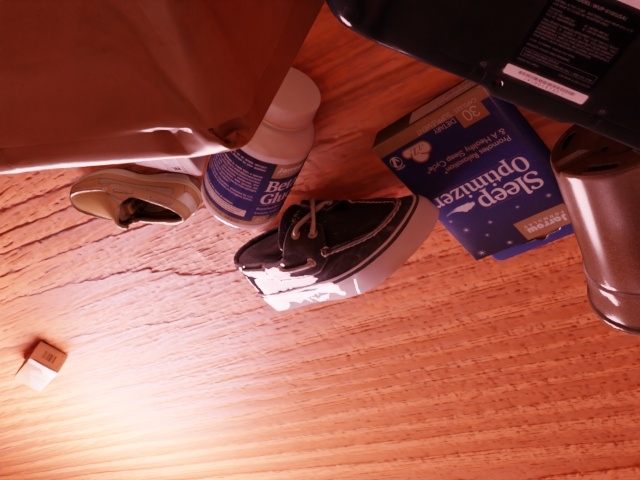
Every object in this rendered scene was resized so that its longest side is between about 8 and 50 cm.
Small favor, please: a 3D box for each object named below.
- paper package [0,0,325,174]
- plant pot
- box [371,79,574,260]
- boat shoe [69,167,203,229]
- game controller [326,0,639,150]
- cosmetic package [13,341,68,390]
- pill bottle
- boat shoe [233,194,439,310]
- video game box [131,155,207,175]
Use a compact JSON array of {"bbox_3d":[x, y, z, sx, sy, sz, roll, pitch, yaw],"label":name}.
[{"bbox_3d":[-0.156,-0.201,0.434,0.309,0.325,0.168,-2,133,21],"label":"paper package"},{"bbox_3d":[0.293,-0.029,0.581,0.167,0.167,0.165,-18,119,33],"label":"plant pot"},{"bbox_3d":[0.177,-0.057,0.678,0.136,0.037,0.225,-27,122,39],"label":"box"},{"bbox_3d":[-0.240,-0.047,0.811,0.189,0.072,0.068,-2,134,22],"label":"boat shoe"},{"bbox_3d":[0.155,-0.136,0.364,0.319,0.067,0.166,22,154,-2],"label":"game controller"},{"bbox_3d":[-0.529,0.239,1.235,0.060,0.041,0.115,34,135,-16],"label":"cosmetic package"},{"bbox_3d":[-0.061,-0.096,0.679,0.094,0.094,0.169,25,138,-6],"label":"pill bottle"},{"bbox_3d":[0.000,0.000,0.745,0.102,0.108,0.301,43,146,-18],"label":"boat shoe"},{"bbox_3d":[-0.232,-0.136,0.673,0.187,0.048,0.205,9,165,8],"label":"video game box"}]
